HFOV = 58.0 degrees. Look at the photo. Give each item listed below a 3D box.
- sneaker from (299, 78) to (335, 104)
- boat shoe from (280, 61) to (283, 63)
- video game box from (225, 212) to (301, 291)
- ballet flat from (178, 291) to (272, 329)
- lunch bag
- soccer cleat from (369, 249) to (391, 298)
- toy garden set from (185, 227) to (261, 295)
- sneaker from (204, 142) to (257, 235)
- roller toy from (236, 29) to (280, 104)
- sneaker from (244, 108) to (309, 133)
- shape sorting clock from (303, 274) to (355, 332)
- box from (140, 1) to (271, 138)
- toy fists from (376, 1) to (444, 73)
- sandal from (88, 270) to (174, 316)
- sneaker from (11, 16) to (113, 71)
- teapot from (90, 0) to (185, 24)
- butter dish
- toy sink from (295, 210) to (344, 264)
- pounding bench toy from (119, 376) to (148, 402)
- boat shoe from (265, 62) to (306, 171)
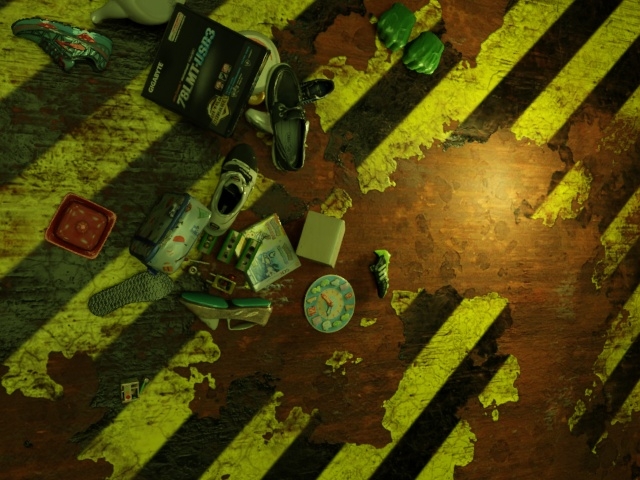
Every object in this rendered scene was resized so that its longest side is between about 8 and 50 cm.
[{"bbox_3d":[-0.061,-0.494,1.933,0.232,0.090,0.081,-25,103,-22],"label":"sneaker"},{"bbox_3d":[-0.141,-0.531,1.903,0.046,0.038,0.125,10,70,7],"label":"boat shoe"},{"bbox_3d":[-0.188,0.040,1.930,0.187,0.048,0.205,-32,105,-22],"label":"video game box"},{"bbox_3d":[-0.306,0.237,1.860,0.316,0.107,0.106,9,103,-24],"label":"ballet flat"},{"bbox_3d":[-0.444,-0.020,1.668,0.115,0.303,0.243,38,78,-25],"label":"lunch bag"},{"bbox_3d":[0.214,0.122,2.118,0.072,0.060,0.178,6,84,-15],"label":"soccer cleat"},{"bbox_3d":[-0.339,0.048,1.832,0.244,0.049,0.203,26,94,-14],"label":"toy garden set"},{"bbox_3d":[-0.261,-0.178,1.802,0.123,0.146,0.330,23,64,-16],"label":"sneaker"},{"bbox_3d":[-0.229,-0.554,1.823,0.209,0.146,0.191,36,89,-19],"label":"roller toy"},{"bbox_3d":[-0.139,-0.398,1.903,0.232,0.090,0.115,19,92,-34],"label":"sneaker"},{"bbox_3d":[0.035,0.224,2.046,0.206,0.040,0.206,-2,94,-24],"label":"shape sorting clock"},{"bbox_3d":[-0.340,-0.497,1.710,0.293,0.073,0.295,27,105,-5],"label":"box"},{"bbox_3d":[0.320,-0.720,2.096,0.279,0.096,0.142,38,68,-20],"label":"toy fists"},{"bbox_3d":[-0.576,0.155,1.762,0.255,0.054,0.097,-16,92,-13],"label":"sandal"},{"bbox_3d":[-0.724,-0.543,1.621,0.262,0.104,0.125,7,92,-25],"label":"sneaker"},{"bbox_3d":[-0.523,-0.752,1.665,0.256,0.187,0.252,-22,124,-48],"label":"teapot"},{"bbox_3d":[-0.685,-0.039,1.658,0.160,0.118,0.159,28,80,-23],"label":"butter dish"},{"bbox_3d":[0.000,0.000,1.953,0.131,0.234,0.152,17,86,5],"label":"toy sink"},{"bbox_3d":[-0.570,0.460,1.774,0.083,0.052,0.065,-5,95,-25],"label":"pounding bench toy"},{"bbox_3d":[-0.098,-0.374,1.802,0.127,0.113,0.339,-8,115,-27],"label":"boat shoe"}]
